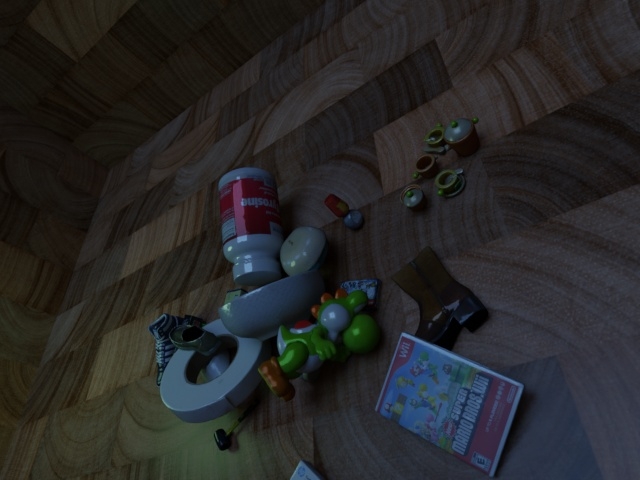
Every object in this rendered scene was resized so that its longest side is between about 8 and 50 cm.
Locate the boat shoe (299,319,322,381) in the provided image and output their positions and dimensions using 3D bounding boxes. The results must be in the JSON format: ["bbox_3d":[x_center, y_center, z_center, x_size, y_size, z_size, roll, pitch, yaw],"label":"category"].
[{"bbox_3d":[-0.023,0.310,1.332,0.081,0.079,0.228,5,69,39],"label":"boat shoe"}]

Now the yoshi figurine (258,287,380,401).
[{"bbox_3d":[0.023,0.297,1.193,0.362,0.203,0.203,-41,26,-14],"label":"yoshi figurine"}]

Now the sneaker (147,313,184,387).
[{"bbox_3d":[-0.627,0.430,1.738,0.099,0.153,0.283,-6,58,40],"label":"sneaker"}]

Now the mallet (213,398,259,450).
[{"bbox_3d":[-0.270,0.578,1.402,0.190,0.039,0.062,-52,44,-6],"label":"mallet"}]

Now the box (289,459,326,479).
[{"bbox_3d":[-0.044,0.690,1.112,0.145,0.038,0.186,22,77,48],"label":"box"}]

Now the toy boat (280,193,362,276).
[{"bbox_3d":[0.000,0.000,1.485,0.318,0.148,0.267,-50,19,3],"label":"toy boat"}]

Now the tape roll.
[{"bbox_3d":[-0.347,0.414,1.456,0.391,0.072,0.392,-20,32,13],"label":"tape roll"}]

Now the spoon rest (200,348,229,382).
[{"bbox_3d":[-0.366,0.480,1.539,0.137,0.084,0.276,-44,28,7],"label":"spoon rest"}]

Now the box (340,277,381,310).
[{"bbox_3d":[0.119,0.169,1.344,0.136,0.027,0.094,-11,56,37],"label":"box"}]

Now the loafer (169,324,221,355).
[{"bbox_3d":[-0.443,0.325,1.510,0.251,0.088,0.094,0,40,38],"label":"loafer"}]

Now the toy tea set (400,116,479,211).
[{"bbox_3d":[0.357,-0.246,1.350,0.199,0.124,0.336,8,68,45],"label":"toy tea set"}]

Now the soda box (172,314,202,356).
[{"bbox_3d":[-0.527,0.384,1.737,0.053,0.060,0.169,-2,69,40],"label":"soda box"}]

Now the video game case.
[{"bbox_3d":[0.280,0.355,0.982,0.285,0.025,0.204,19,90,34],"label":"video game case"}]

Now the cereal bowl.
[{"bbox_3d":[-0.133,0.216,1.352,0.338,0.339,0.141,-28,80,25],"label":"cereal bowl"}]

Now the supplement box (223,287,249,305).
[{"bbox_3d":[-0.319,0.236,1.671,0.083,0.056,0.083,-15,53,34],"label":"supplement box"}]

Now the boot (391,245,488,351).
[{"bbox_3d":[0.258,0.172,1.167,0.264,0.096,0.280,-47,39,10],"label":"boot"}]

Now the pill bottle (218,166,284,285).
[{"bbox_3d":[-0.257,-0.048,1.647,0.228,0.229,0.408,-22,66,29],"label":"pill bottle"}]

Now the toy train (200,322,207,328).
[{"bbox_3d":[-0.481,0.344,1.772,0.083,0.017,0.024,12,80,46],"label":"toy train"}]
